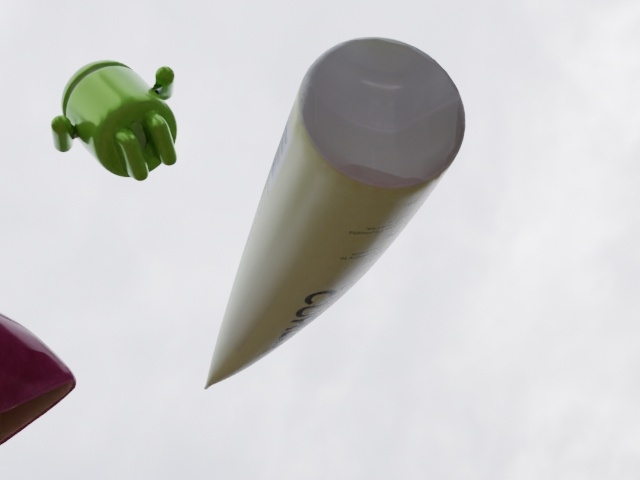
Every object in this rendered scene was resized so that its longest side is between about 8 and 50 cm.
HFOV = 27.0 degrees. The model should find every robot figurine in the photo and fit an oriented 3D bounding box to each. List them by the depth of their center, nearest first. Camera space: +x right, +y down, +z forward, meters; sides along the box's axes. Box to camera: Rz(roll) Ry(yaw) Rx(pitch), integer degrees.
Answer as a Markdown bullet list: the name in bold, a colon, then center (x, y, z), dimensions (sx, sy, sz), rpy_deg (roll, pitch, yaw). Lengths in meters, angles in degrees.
- **robot figurine**: center (-0.150, -0.091, 0.991), dimensions (0.101, 0.115, 0.067), rpy_deg (-30, -45, -15)

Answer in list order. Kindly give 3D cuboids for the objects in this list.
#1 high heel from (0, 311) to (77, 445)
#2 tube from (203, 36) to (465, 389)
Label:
- **high heel**: center (-0.204, 0.126, 0.558), dimensions (0.117, 0.244, 0.082), rpy_deg (25, -35, -2)
- **tube**: center (0.000, 0.000, 0.568), dimensions (0.070, 0.062, 0.240), rpy_deg (1, -23, -13)
